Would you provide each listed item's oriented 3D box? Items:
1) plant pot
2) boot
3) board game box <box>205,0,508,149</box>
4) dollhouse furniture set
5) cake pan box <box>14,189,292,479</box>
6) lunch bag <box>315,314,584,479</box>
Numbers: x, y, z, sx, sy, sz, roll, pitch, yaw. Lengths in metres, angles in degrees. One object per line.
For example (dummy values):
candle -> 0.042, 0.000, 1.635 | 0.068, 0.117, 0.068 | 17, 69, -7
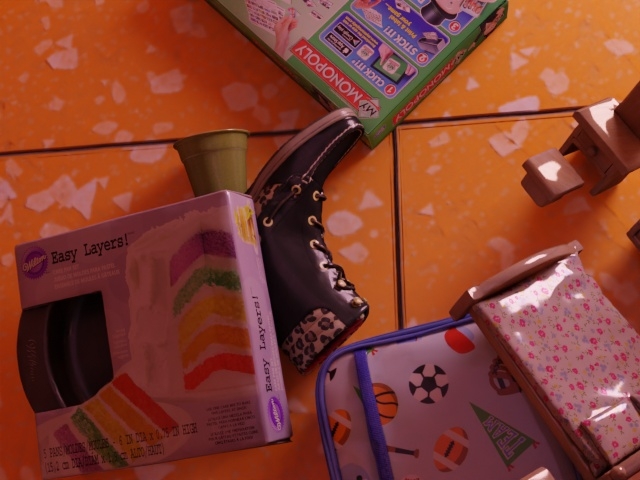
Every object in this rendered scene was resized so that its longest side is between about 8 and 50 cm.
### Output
plant pot -> -0.110, -0.070, 1.024 | 0.083, 0.083, 0.079 | -11, 85, 7
boot -> 0.000, 0.001, 0.973 | 0.236, 0.085, 0.178 | -46, 73, 5
board game box -> 0.019, -0.279, 1.072 | 0.213, 0.046, 0.317 | -45, 72, -3
dollhouse furniture set -> 0.236, 0.019, 0.798 | 0.355, 0.174, 0.303 | -23, 67, -30
cake pan box -> -0.174, 0.097, 0.948 | 0.267, 0.070, 0.246 | -12, 79, 20
lunch bag -> 0.121, 0.227, 0.875 | 0.243, 0.115, 0.303 | -14, 71, 8
